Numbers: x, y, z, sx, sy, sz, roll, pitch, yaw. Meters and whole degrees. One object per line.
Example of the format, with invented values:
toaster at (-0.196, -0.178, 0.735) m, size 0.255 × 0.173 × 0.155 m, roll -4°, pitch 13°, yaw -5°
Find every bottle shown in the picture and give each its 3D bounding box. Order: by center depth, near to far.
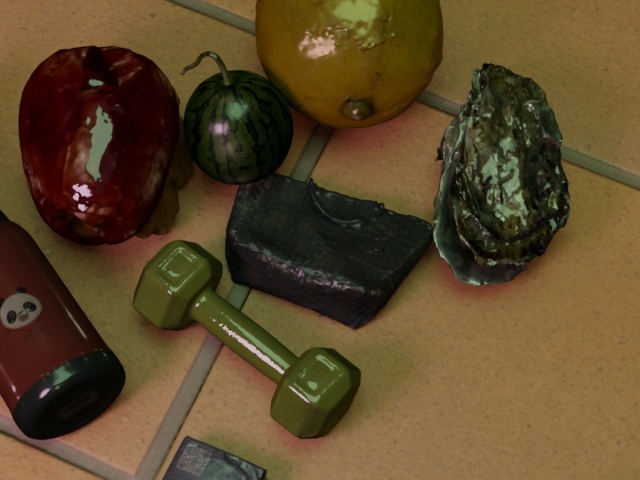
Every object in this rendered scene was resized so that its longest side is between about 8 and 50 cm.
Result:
bottle at (-0.379, 0.073, 1.888) m, size 0.144 × 0.144 × 0.336 m, roll -30°, pitch 67°, yaw -16°

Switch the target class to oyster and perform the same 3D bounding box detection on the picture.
oyster at (0.234, -0.102, 2.015) m, size 0.162 × 0.158 × 0.351 m, roll 33°, pitch 48°, yaw -33°

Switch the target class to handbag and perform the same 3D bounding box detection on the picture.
handbag at (0.000, 0.000, 1.981) m, size 0.270 × 0.089 × 0.175 m, roll 20°, pitch 56°, yaw 8°

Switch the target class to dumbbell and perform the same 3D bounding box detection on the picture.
dumbbell at (-0.092, 0.120, 1.894) m, size 0.302 × 0.108 × 0.121 m, roll 36°, pitch 67°, yaw 15°

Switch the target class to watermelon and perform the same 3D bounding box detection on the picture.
watermelon at (-0.110, -0.159, 1.958) m, size 0.140 × 0.187 × 0.141 m, roll -9°, pitch 42°, yaw 8°

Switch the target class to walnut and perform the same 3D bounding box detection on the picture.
walnut at (-0.270, -0.113, 1.969) m, size 0.221 × 0.244 × 0.269 m, roll -13°, pitch 64°, yaw 35°

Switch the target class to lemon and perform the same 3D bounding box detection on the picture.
lemon at (0.038, -0.287, 2.030) m, size 0.260 × 0.260 × 0.284 m, roll 17°, pitch 72°, yaw 6°

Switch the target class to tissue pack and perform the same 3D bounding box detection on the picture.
tissue pack at (-0.145, 0.322, 1.821) m, size 0.112 × 0.051 × 0.156 m, roll 22°, pitch 64°, yaw 12°
